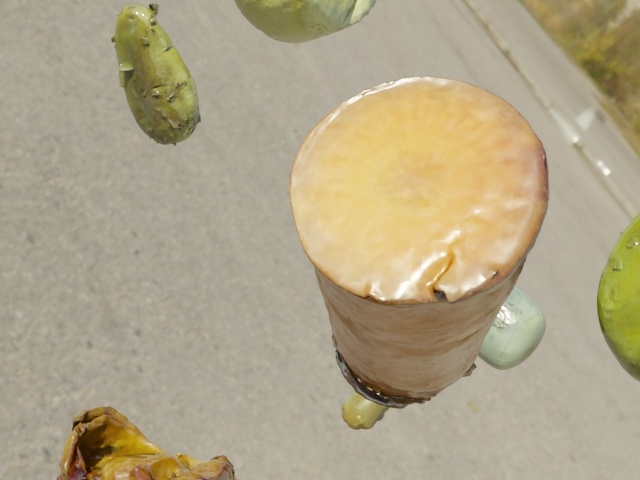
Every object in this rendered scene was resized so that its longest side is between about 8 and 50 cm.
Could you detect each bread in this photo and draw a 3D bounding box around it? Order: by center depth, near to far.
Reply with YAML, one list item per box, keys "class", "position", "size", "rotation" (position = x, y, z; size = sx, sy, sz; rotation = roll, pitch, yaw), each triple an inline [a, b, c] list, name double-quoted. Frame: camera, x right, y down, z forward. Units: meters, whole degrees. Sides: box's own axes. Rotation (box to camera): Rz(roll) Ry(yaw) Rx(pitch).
- class: "bread"
  position: [-0.044, -0.490, 1.809]
  size: [0.320, 0.237, 0.321]
  rotation: [17, 69, -52]

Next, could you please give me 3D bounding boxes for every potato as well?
- class: "potato"
  position: [0.440, 0.056, 1.335]
  size: [0.186, 0.253, 0.148]
  rotation: [14, -14, -14]
- class: "potato"
  position: [-0.255, -0.253, 1.670]
  size: [0.090, 0.117, 0.226]
  rotation: [-54, 131, -61]

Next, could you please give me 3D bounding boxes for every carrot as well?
- class: "carrot"
  position: [0.084, 0.020, 0.869]
  size: [0.196, 0.195, 0.254]
  rotation: [61, -7, 30]

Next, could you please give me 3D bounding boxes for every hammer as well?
- class: "hammer"
  position: [0.152, 0.156, 1.515]
  size: [0.202, 0.305, 0.113]
  rotation: [41, -13, 27]

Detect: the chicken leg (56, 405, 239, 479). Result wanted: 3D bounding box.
- class: "chicken leg"
  position: [-0.141, 0.277, 0.896]
  size: [0.182, 0.409, 0.295]
  rotation: [-37, 95, -43]
